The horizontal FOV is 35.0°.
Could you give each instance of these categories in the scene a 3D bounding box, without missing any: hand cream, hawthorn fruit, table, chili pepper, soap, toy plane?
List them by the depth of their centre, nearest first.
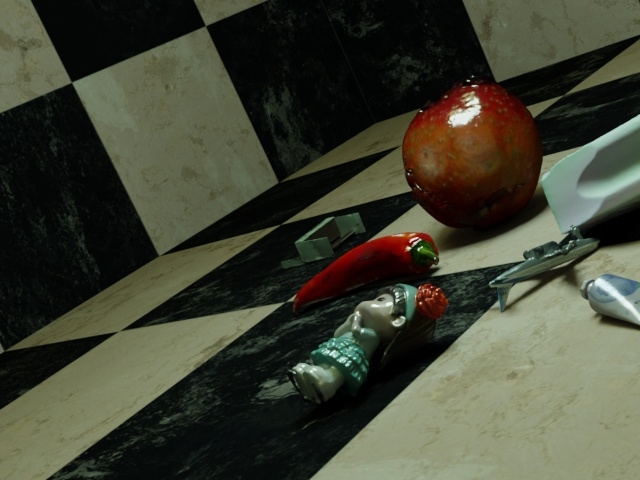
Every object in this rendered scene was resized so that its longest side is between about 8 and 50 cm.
[{"bbox_3d":[0.399,0.076,1.318,0.084,0.053,0.142,-29,22,-25],"label":"hand cream"},{"bbox_3d":[0.347,0.033,1.583,0.226,0.058,0.226,-30,-4,-24],"label":"toy plane"},{"bbox_3d":[0.526,-0.132,1.602,0.208,0.115,0.347,-9,-17,-46],"label":"soap"},{"bbox_3d":[0.108,0.058,1.963,0.368,0.092,0.137,-24,28,41],"label":"chili pepper"},{"bbox_3d":[0.301,-0.176,2.014,0.315,0.316,0.316,-24,11,5],"label":"hawthorn fruit"},{"bbox_3d":[0.000,0.000,2.473,0.175,0.063,0.146,-12,17,40],"label":"table"}]

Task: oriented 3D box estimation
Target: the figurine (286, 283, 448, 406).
[{"bbox_3d":[0.074,0.154,1.503,0.245,0.110,0.138,-36,17,-25],"label":"figurine"}]
